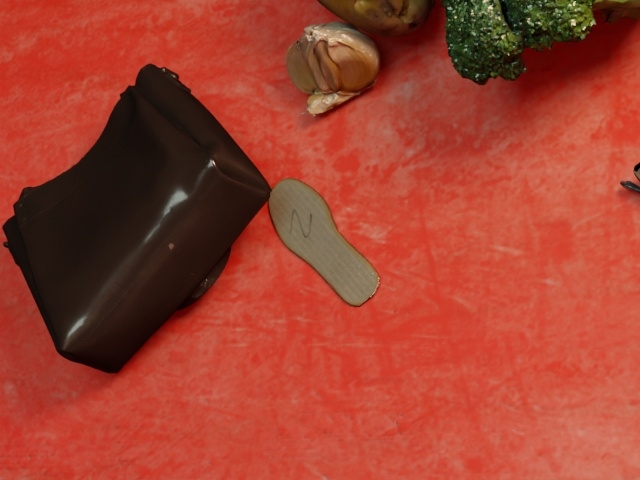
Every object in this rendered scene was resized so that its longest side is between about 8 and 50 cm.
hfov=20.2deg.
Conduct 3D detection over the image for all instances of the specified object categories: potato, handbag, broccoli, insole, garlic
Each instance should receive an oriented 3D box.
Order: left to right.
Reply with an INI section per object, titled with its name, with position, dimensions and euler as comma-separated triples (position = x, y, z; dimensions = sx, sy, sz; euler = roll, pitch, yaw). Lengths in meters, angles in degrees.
[handbag]
position = -0.208, -0.031, 1.939
dimensions = 0.285, 0.113, 0.257
euler = -48, 49, 12
[insole]
position = 0.000, 0.000, 1.872
dimensions = 0.064, 0.004, 0.188
euler = -46, 55, 7
[garlic]
position = 0.011, -0.194, 1.904
dimensions = 0.113, 0.094, 0.074
euler = -8, 33, 26
[potato]
position = 0.039, -0.298, 1.882
dimensions = 0.137, 0.155, 0.200
euler = -25, 46, -21
[broccoli]
position = 0.224, -0.283, 1.747
dimensions = 0.245, 0.265, 0.294
euler = 26, 51, 7

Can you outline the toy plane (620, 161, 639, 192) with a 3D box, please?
[toy plane]
position = 0.334, -0.048, 1.682
dimensions = 0.120, 0.031, 0.049
euler = 27, 127, 33
